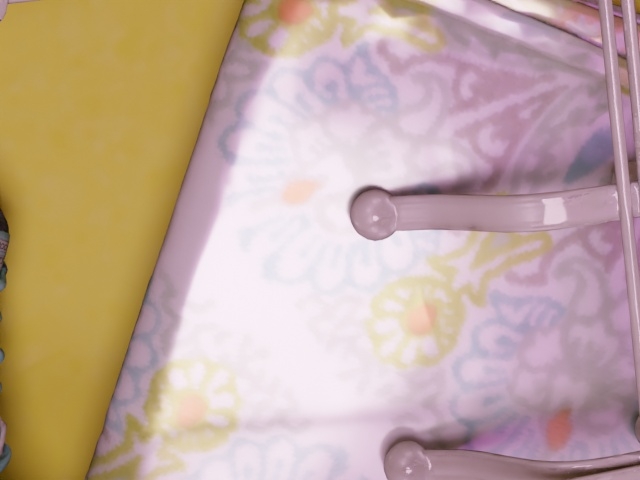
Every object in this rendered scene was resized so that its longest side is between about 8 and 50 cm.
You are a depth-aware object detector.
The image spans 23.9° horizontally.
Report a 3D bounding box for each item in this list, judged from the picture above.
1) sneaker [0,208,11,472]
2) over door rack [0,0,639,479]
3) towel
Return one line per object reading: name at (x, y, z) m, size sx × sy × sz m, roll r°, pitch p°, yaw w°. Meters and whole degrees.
sneaker at (-0.178, 0.037, 0.642) m, size 0.122 × 0.110 × 0.283 m, roll -32°, pitch 87°, yaw -8°
over door rack at (0.000, 0.000, 0.573) m, size 0.324 × 0.108 × 0.240 m, roll -11°, pitch 98°, yaw -22°
towel at (0.074, 0.064, 0.697) m, size 0.320 × 0.090 × 0.374 m, roll 19°, pitch 95°, yaw -4°
